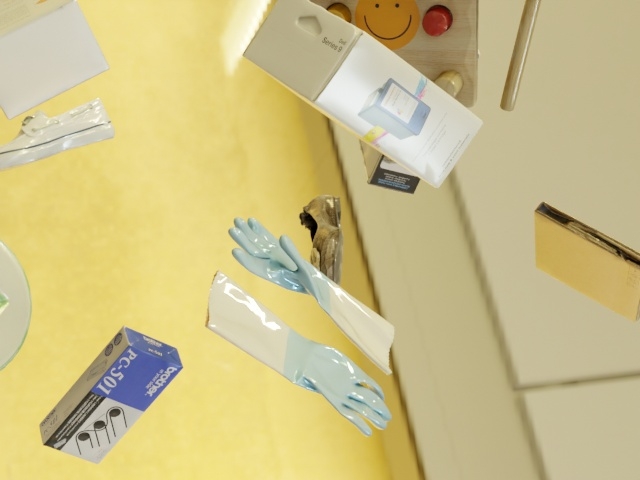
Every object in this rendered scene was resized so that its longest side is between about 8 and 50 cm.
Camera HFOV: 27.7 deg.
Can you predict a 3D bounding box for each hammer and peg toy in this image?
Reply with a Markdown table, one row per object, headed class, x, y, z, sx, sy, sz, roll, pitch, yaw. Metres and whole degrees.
| class | x | y | z | sx | sy | sz | roll | pitch | yaw |
| --- | --- | --- | --- | --- | --- | --- | --- | --- | --- |
| hammer and peg toy | 0.149 | -0.306 | 1.826 | 0.127 | 0.361 | 0.266 | -50 | 142 | -65 |

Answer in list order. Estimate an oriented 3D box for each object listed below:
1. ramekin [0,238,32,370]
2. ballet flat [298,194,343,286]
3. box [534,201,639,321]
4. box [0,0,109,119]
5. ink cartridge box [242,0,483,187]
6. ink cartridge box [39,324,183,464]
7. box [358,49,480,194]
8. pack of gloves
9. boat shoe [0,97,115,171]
| class | x | y | z | sx | sy | sz | roll | pitch | yaw |
| --- | --- | --- | --- | --- | --- | --- | --- | --- | --- |
| ramekin | -0.613 | 0.107 | 2.077 | 0.148 | 0.303 | 0.303 | -18 | -104 | 49 |
| ballet flat | 0.000 | 0.000 | 1.728 | 0.250 | 0.058 | 0.084 | -92 | -175 | -66 |
| box | 0.361 | 0.031 | 1.739 | 0.164 | 0.021 | 0.201 | 30 | -14 | 20 |
| box | -0.330 | -0.227 | 1.476 | 0.091 | 0.130 | 0.170 | 66 | -8 | -30 |
| ink cartridge box | 0.044 | -0.160 | 1.375 | 0.093 | 0.212 | 0.154 | -55 | -138 | 3 |
| ink cartridge box | -0.294 | 0.219 | 1.818 | 0.207 | 0.097 | 0.046 | -48 | -142 | 17 |
| box | 0.159 | -0.243 | 2.181 | 0.169 | 0.087 | 0.290 | -99 | -152 | -52 |
| pack of gloves | -0.002 | 0.074 | 1.278 | 0.046 | 0.232 | 0.195 | -41 | -156 | 26 |
| boat shoe | -0.431 | -0.164 | 2.008 | 0.083 | 0.226 | 0.075 | -11 | -81 | 57 |
